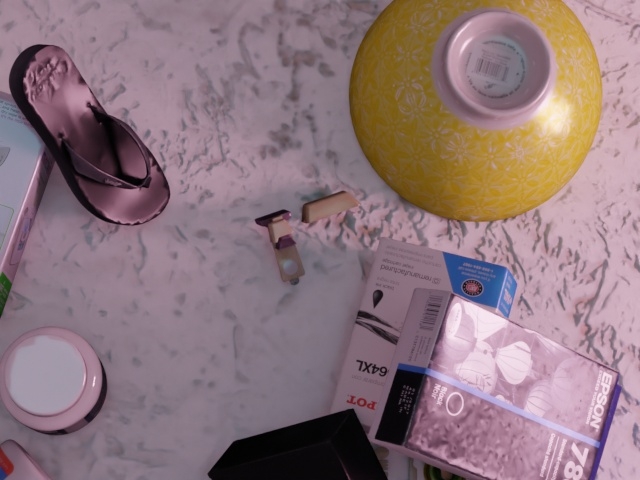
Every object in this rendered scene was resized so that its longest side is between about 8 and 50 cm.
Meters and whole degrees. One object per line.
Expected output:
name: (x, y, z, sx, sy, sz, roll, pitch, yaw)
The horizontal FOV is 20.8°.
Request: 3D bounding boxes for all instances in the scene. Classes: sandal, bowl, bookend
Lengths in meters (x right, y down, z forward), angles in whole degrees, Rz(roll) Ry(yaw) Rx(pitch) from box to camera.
sandal: (-0.234, -0.099, 1.827, 0.054, 0.254, 0.097, 10, 61, 39)
bowl: (0.180, -0.175, 1.899, 0.289, 0.156, 0.289, 1, 81, -4)
bookend: (-0.009, 0.276, 1.837, 0.156, 0.072, 0.157, -19, 104, 29)

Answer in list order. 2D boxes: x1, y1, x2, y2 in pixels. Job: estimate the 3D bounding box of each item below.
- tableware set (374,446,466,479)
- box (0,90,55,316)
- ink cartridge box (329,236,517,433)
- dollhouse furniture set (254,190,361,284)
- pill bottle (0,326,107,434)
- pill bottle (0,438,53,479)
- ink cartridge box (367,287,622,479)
tableware set: (0.101, 0.276, 1.889, 0.154, 0.024, 0.104, 3, 81, -5)
box: (-0.433, -0.064, 1.848, 0.262, 0.127, 0.231, 17, 80, -1)
ink cartridge box: (0.111, 0.116, 1.867, 0.148, 0.086, 0.203, 13, 79, 15)
dollhouse furniture set: (0.000, 0.000, 1.902, 0.114, 0.091, 0.081, -19, 98, -10)
pill bottle: (-0.277, 0.144, 1.800, 0.108, 0.180, 0.108, 1, 81, -5)
pill bottle: (-0.363, 0.320, 1.795, 0.221, 0.124, 0.124, -41, 86, -9)
ink cartridge box: (0.207, 0.179, 1.805, 0.332, 0.065, 0.165, 24, 78, -37)
